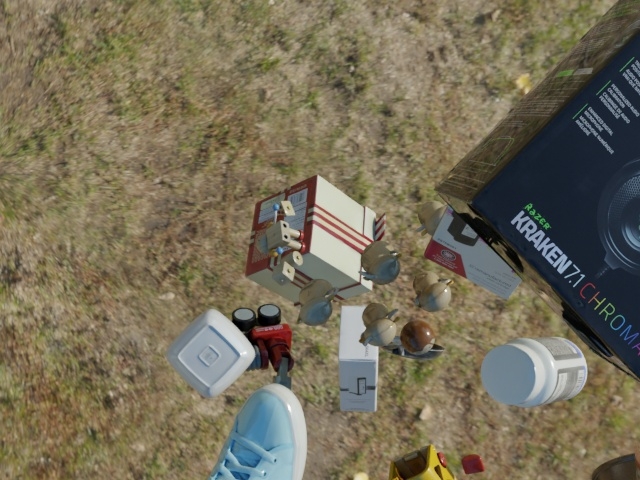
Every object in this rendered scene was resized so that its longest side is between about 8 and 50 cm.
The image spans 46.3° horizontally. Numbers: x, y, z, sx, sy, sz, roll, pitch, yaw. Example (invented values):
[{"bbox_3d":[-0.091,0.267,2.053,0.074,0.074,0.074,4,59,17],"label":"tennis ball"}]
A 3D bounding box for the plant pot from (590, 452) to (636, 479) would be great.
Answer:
[{"bbox_3d":[0.435,0.371,0.929,0.167,0.167,0.165,27,46,-24],"label":"plant pot"}]

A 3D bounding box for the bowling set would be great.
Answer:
[{"bbox_3d":[0.125,0.086,1.098,0.287,0.154,0.200,-38,97,5],"label":"bowling set"}]

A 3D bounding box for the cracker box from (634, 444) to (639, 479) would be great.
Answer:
[{"bbox_3d":[0.358,0.332,0.746,0.067,0.156,0.232,-3,82,19],"label":"cracker box"}]

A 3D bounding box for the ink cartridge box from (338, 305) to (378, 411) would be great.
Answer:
[{"bbox_3d":[0.084,0.260,1.642,0.086,0.148,0.203,1,136,4],"label":"ink cartridge box"}]

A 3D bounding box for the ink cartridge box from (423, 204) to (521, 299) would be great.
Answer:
[{"bbox_3d":[0.219,-0.024,0.932,0.128,0.175,0.072,28,54,9],"label":"ink cartridge box"}]

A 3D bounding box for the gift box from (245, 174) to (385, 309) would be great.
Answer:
[{"bbox_3d":[0.000,0.000,1.843,0.258,0.255,0.276,34,54,-37],"label":"gift box"}]

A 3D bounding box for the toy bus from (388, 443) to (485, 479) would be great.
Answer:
[{"bbox_3d":[0.208,0.479,1.364,0.202,0.104,0.190,13,113,6],"label":"toy bus"}]

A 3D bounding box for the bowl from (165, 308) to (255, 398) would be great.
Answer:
[{"bbox_3d":[-0.210,0.218,1.431,0.142,0.053,0.142,-45,91,-7],"label":"bowl"}]

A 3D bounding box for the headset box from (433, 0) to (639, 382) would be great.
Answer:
[{"bbox_3d":[0.298,-0.058,0.685,0.283,0.131,0.246,-45,101,2],"label":"headset box"}]

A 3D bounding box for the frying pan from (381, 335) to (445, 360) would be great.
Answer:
[{"bbox_3d":[0.246,0.294,2.014,0.197,0.326,0.053,10,91,1],"label":"frying pan"}]

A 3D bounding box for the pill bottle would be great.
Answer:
[{"bbox_3d":[0.244,0.150,0.857,0.137,0.078,0.078,8,92,-50],"label":"pill bottle"}]

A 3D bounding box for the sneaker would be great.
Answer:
[{"bbox_3d":[-0.128,0.394,1.111,0.150,0.135,0.365,14,93,-68],"label":"sneaker"}]

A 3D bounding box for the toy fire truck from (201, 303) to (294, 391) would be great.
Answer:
[{"bbox_3d":[-0.155,0.282,1.662,0.217,0.246,0.158,-6,121,-21],"label":"toy fire truck"}]

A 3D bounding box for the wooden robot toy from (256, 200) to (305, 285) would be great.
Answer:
[{"bbox_3d":[-0.079,0.011,1.361,0.076,0.079,0.173,28,46,-43],"label":"wooden robot toy"}]
